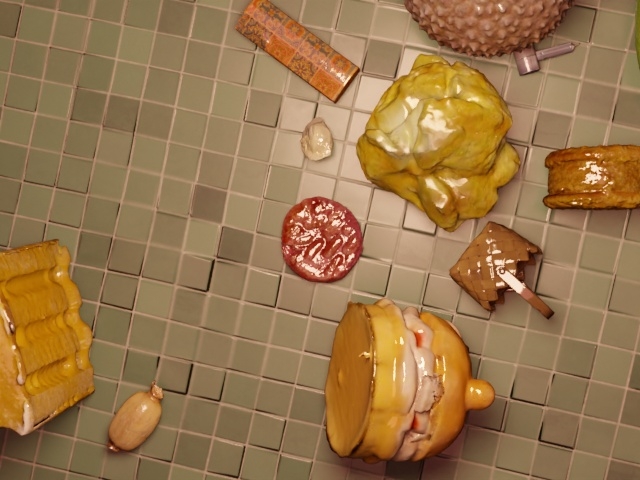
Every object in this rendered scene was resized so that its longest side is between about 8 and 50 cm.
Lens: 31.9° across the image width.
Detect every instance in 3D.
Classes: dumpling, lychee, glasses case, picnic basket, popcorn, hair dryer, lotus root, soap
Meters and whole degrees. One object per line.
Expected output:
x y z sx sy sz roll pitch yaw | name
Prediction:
-0.009 -0.176 1.940 0.057 0.052 0.076 -20 88 2 | dumpling
0.270 -0.442 1.795 0.300 0.300 0.300 0 92 6 | lychee
-0.040 -0.333 1.939 0.218 0.049 0.075 37 95 4 | glasses case
0.322 0.065 1.874 0.178 0.128 0.138 42 99 21 | picnic basket
0.204 -0.160 1.834 0.276 0.276 0.225 35 61 4 | popcorn
0.386 -0.325 1.904 0.114 0.037 0.063 -14 89 -1 | hair dryer
-0.326 0.317 1.987 0.073 0.062 0.150 38 97 3 | lotus root
-0.510 0.159 1.874 0.156 0.335 0.293 -12 95 7 | soap

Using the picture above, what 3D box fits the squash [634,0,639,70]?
0.576 -0.425 1.840 0.107 0.107 0.395 3 90 6 | squash

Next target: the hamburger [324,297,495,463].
0.145 0.236 1.841 0.236 0.276 0.276 7 93 -15 | hamburger

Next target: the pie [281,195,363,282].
0.000 0.000 1.955 0.154 0.036 0.154 0 91 7 | pie

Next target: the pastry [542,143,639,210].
0.456 -0.101 1.830 0.188 0.189 0.103 0 89 6 | pastry
